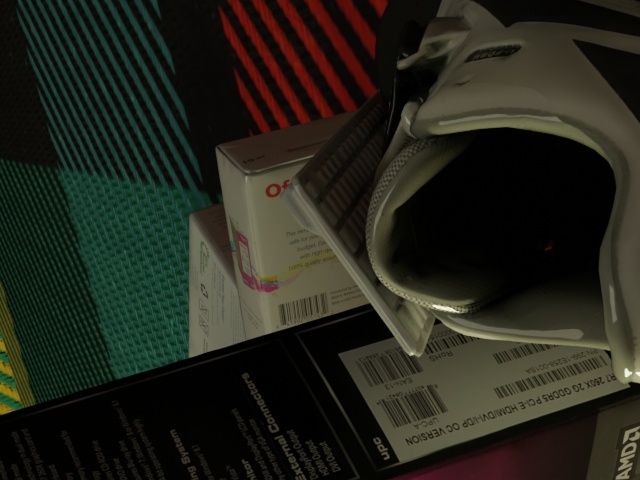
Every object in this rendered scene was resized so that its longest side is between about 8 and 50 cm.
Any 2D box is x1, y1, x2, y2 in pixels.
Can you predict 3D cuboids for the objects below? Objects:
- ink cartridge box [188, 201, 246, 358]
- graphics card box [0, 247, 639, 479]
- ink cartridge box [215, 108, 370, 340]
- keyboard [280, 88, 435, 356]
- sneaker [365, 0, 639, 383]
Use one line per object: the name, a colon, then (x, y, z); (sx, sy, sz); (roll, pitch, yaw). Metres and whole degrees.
ink cartridge box: (-0.029, 0.121, 1.081); (0.224, 0.045, 0.223); (58, 156, 34)
graphics card box: (-0.036, 0.151, 0.639); (0.233, 0.370, 0.094); (93, 153, -42)
ink cartridge box: (0.000, 0.000, 0.837); (0.052, 0.088, 0.122); (-135, 33, -58)
keyboard: (0.031, -0.018, 0.629); (0.072, 0.014, 0.256); (49, -165, -4)
sneaker: (0.066, -0.039, 0.548); (0.330, 0.146, 0.122); (-147, 42, -64)
